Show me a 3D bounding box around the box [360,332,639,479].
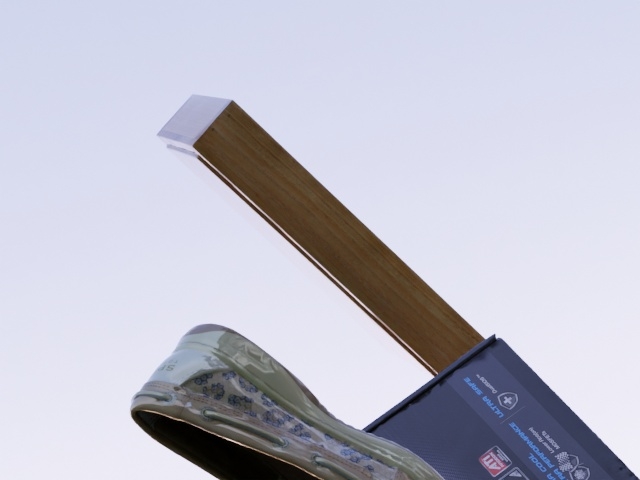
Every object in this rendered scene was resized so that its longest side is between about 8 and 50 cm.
[{"bbox_3d":[0.137,0.273,1.357,0.293,0.295,0.073,-33,-32,-14],"label":"box"}]

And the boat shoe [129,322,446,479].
[{"bbox_3d":[-0.004,0.177,1.076,0.285,0.089,0.104,35,-43,8],"label":"boat shoe"}]

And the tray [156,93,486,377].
[{"bbox_3d":[0.000,0.000,1.757,0.411,0.203,0.076,44,-97,-17],"label":"tray"}]
